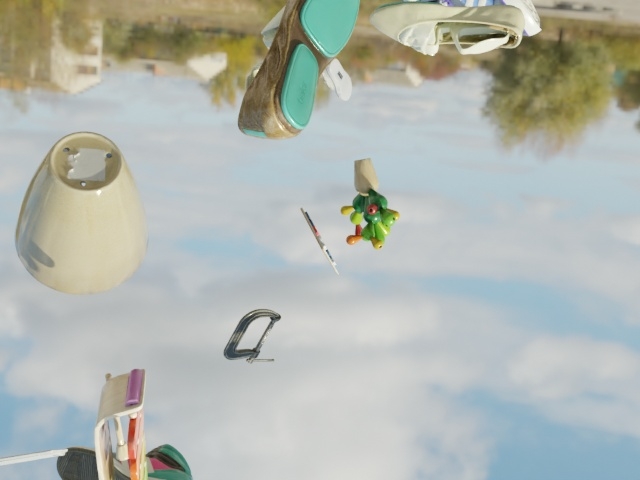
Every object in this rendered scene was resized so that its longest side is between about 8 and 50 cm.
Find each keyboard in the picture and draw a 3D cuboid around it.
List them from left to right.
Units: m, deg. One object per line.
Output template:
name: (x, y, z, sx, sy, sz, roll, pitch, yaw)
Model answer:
keyboard: (-0.642, 0.443, 2.015, 0.256, 0.014, 0.072, -11, 162, 10)

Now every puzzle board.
puzzle board: (0.000, 0.000, 2.061, 0.011, 0.096, 0.128, -29, -131, 2)

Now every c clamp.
c clamp: (-0.128, 0.191, 2.001, 0.137, 0.160, 0.022, -3, -136, -36)

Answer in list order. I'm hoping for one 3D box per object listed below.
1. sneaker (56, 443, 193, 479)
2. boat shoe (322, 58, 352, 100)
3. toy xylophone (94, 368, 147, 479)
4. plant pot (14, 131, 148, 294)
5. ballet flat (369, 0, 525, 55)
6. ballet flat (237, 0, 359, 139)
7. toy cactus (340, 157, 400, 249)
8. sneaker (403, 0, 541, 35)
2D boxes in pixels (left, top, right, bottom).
sneaker: (-0.396, 0.489, 2.126, 0.296, 0.123, 0.178, 21, -171, 3)
boat shoe: (0.022, -0.270, 1.665, 0.035, 0.035, 0.100, 19, 163, 31)
toy xylophone: (-0.326, 0.358, 1.699, 0.081, 0.322, 0.236, -3, -147, -5)
plant pot: (-0.434, -0.072, 1.846, 0.257, 0.256, 0.274, 2, 151, -15)
ballet flat: (0.203, -0.334, 1.592, 0.249, 0.086, 0.086, -1, -168, 3)
ballet flat: (-0.043, -0.275, 1.488, 0.124, 0.342, 0.116, -9, 137, 34)
toy cactus: (0.089, -0.073, 2.014, 0.112, 0.180, 0.219, -10, -176, -5)
sneaker: (0.302, -0.523, 2.198, 0.323, 0.236, 0.130, 45, -151, -15)
